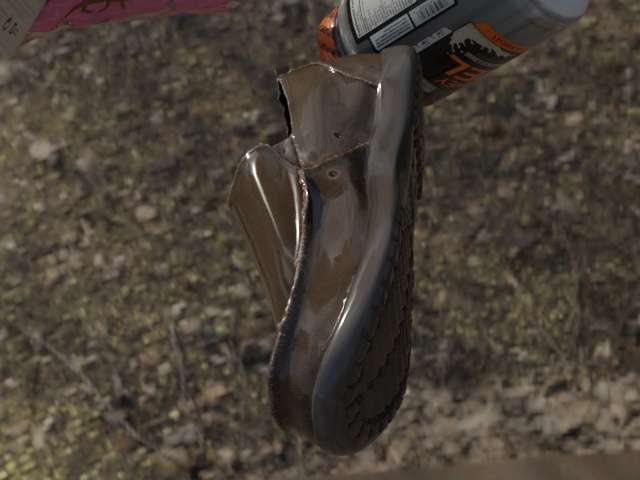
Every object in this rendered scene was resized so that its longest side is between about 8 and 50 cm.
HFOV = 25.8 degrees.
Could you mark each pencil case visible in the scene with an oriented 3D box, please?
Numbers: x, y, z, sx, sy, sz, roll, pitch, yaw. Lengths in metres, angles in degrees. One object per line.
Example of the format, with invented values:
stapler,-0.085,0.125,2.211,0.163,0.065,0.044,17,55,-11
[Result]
pencil case,-0.254,-0.330,1.707,0.386,0.160,0.167,-20,49,-42

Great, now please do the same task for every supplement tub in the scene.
supplement tub,0.157,-0.288,1.733,0.316,0.193,0.193,-27,30,40

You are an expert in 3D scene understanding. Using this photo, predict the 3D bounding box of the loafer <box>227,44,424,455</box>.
loafer,0.000,0.000,0.972,0.130,0.133,0.366,1,39,9

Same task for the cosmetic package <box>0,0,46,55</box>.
cosmetic package,-0.353,-0.296,1.345,0.184,0.151,0.151,29,86,2
